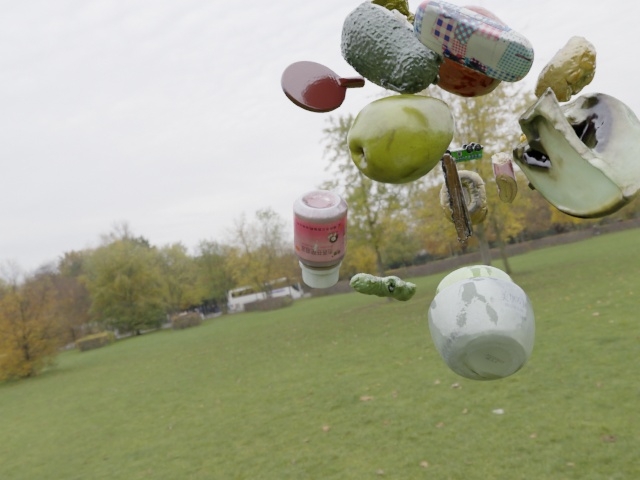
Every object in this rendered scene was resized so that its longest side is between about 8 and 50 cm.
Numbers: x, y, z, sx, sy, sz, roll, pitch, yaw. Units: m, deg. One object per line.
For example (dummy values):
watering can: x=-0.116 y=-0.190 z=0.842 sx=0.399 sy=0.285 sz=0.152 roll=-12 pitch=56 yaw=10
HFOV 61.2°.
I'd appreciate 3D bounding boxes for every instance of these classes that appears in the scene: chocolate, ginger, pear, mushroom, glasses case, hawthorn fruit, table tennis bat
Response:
chocolate: x=0.480 y=-0.156 z=1.914 sx=0.065 sy=0.329 sz=0.102 roll=-13 pitch=4 yaw=17
ginger: x=0.233 y=0.169 z=2.013 sx=0.290 sy=0.089 sz=0.137 roll=13 pitch=-3 yaw=-23
pear: x=0.229 y=-0.291 z=1.527 sx=0.307 sy=0.252 sz=0.253 roll=-30 pitch=4 yaw=-27
mushroom: x=0.581 y=-0.201 z=1.228 sx=0.212 sy=0.292 sz=0.217 roll=-46 pitch=-11 yaw=-13
glasses case: x=0.371 y=-0.495 z=1.337 sx=0.076 sy=0.327 sz=0.125 roll=-47 pitch=-24 yaw=-21
hawthorn fruit: x=0.534 y=-0.620 z=1.812 sx=0.330 sy=0.287 sz=0.287 roll=17 pitch=-4 yaw=1
table tennis bat: x=0.014 y=-0.501 z=1.740 sx=0.310 sy=0.200 sz=0.038 roll=-15 pitch=-18 yaw=-32

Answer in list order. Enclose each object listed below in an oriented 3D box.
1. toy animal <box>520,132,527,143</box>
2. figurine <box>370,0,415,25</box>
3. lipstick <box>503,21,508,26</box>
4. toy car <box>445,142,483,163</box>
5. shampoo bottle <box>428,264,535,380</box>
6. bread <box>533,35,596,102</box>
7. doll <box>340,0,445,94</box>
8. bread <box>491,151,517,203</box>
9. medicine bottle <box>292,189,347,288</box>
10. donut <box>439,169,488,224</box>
toy animal: x=0.771 y=-0.333 z=1.860 sx=0.127 sy=0.131 sz=0.181 roll=-15 pitch=-46 yaw=-14
figurine: x=0.361 y=-0.942 z=2.283 sx=0.168 sy=0.315 sz=0.187 roll=-35 pitch=27 yaw=19
lipstick: x=0.629 y=-0.720 z=1.924 sx=0.025 sy=0.107 sz=0.025 roll=28 pitch=0 yaw=-17
toy car: x=0.538 y=-0.333 z=2.073 sx=0.165 sy=0.062 sz=0.071 roll=-10 pitch=15 yaw=1
shampoo bottle: x=0.502 y=0.263 z=1.693 sx=0.323 sy=0.317 sz=0.322 roll=3 pitch=-46 yaw=4
bread: x=0.864 y=-0.583 z=1.881 sx=0.244 sy=0.134 sz=0.244 roll=-36 pitch=-22 yaw=-17
doll: x=0.222 y=-0.579 z=1.643 sx=0.247 sy=0.349 sz=0.247 roll=-27 pitch=-34 yaw=-20
bread: x=0.638 y=-0.231 z=1.876 sx=0.067 sy=0.192 sz=0.119 roll=-12 pitch=-14 yaw=21
medicine bottle: x=0.000 y=0.000 z=1.420 sx=0.147 sy=0.247 sz=0.147 roll=-1 pitch=32 yaw=0
donut: x=0.652 y=-0.191 z=2.473 sx=0.209 sy=0.261 sz=0.128 roll=-16 pitch=-12 yaw=16
